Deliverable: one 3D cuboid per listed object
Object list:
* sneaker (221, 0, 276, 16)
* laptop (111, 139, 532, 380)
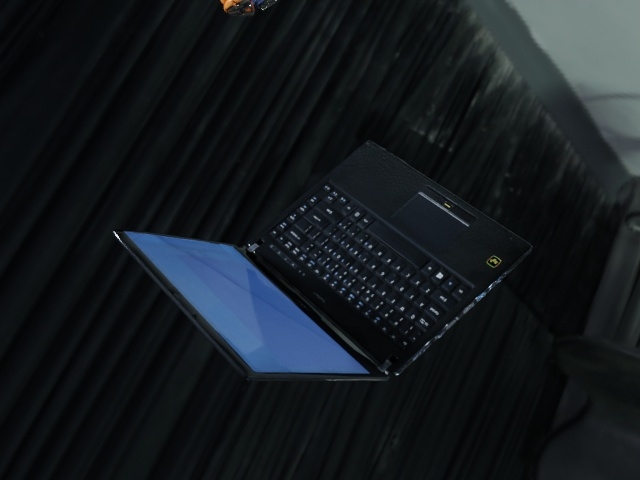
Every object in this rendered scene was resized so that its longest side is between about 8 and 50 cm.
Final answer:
[{"bbox_3d":[-0.018,-0.294,0.819,0.087,0.221,0.083,58,-161,1],"label":"sneaker"},{"bbox_3d":[0.000,0.000,0.803,0.234,0.264,0.136,40,166,41],"label":"laptop"}]
